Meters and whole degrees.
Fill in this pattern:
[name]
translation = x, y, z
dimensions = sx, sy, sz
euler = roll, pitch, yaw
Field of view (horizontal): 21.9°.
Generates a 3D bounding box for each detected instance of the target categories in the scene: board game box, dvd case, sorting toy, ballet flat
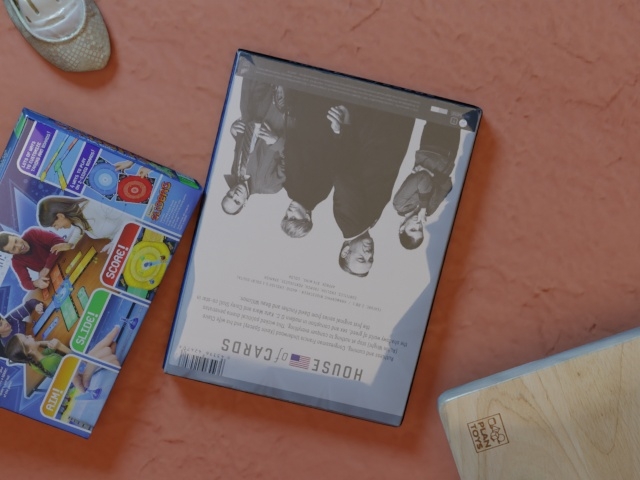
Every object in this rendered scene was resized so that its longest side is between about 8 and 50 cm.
[board game box]
translation = -0.186, 0.025, 1.165
dimensions = 0.136, 0.035, 0.201
euler = 23, 98, -18
[dvd case]
translation = 0.000, 0.000, 1.182
dimensions = 0.179, 0.029, 0.239
euler = 14, 99, -3
[sorting toy]
translation = 0.239, 0.183, 1.185
dimensions = 0.255, 0.089, 0.257
euler = -18, 99, 2
[ballet flat]
translation = -0.204, -0.185, 1.137
dimensions = 0.057, 0.052, 0.168
euler = -32, 98, 4
